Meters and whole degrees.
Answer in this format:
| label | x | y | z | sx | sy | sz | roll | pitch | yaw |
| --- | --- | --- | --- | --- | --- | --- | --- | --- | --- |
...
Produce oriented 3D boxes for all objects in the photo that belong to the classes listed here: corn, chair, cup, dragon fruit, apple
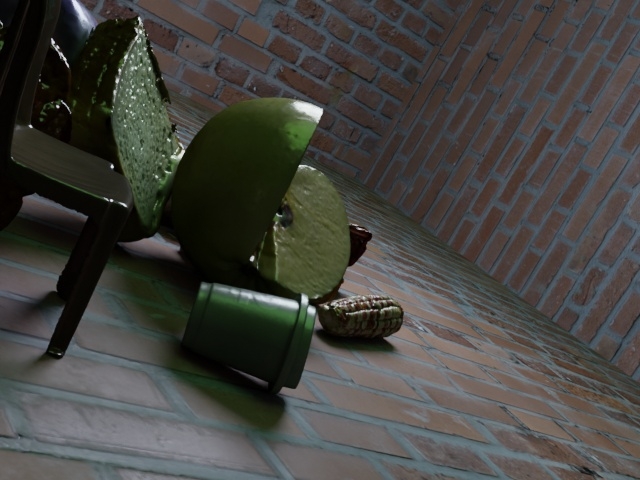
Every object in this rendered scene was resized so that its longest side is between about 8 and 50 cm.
| label | x | y | z | sx | sy | sz | roll | pitch | yaw |
| --- | --- | --- | --- | --- | --- | --- | --- | --- | --- |
| corn | 0.066 | 0.124 | 1.471 | 0.079 | 0.079 | 0.237 | 35 | 14 | 28 |
| chair | -0.252 | -0.090 | 0.852 | 0.183 | 0.326 | 0.175 | 27 | 12 | -19 |
| cup | -0.083 | 0.104 | 1.032 | 0.141 | 0.120 | 0.120 | 17 | 11 | -4 |
| dragon fruit | 0.012 | 0.010 | 1.664 | 0.127 | 0.161 | 0.120 | 41 | 11 | -2 |
| apple | -0.094 | -0.050 | 1.300 | 0.234 | 0.257 | 0.295 | 5 | -38 | 22 |

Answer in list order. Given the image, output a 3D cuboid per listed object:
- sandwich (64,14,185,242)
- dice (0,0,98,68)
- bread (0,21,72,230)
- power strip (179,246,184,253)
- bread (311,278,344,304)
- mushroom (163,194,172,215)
| label | x | y | z | sx | sy | sz | roll | pitch | yaw |
| --- | --- | --- | --- | --- | --- | --- | --- | --- | --- |
| sandwich | -0.266 | -0.138 | 1.214 | 0.087 | 0.226 | 0.251 | -1 | -37 | 9 |
| dice | -0.484 | -0.299 | 1.215 | 0.271 | 0.270 | 0.270 | 48 | -2 | -29 |
| bread | -0.393 | -0.142 | 0.967 | 0.232 | 0.246 | 0.135 | 35 | -10 | -27 |
| power strip | -0.168 | 0.015 | 1.449 | 0.049 | 0.028 | 0.178 | 33 | 10 | 18 |
| bread | -0.015 | 0.067 | 1.525 | 0.083 | 0.076 | 0.070 | 35 | -1 | 30 |
| mushroom | -0.214 | -0.075 | 1.511 | 0.166 | 0.127 | 0.166 | 9 | -1 | 0 |
